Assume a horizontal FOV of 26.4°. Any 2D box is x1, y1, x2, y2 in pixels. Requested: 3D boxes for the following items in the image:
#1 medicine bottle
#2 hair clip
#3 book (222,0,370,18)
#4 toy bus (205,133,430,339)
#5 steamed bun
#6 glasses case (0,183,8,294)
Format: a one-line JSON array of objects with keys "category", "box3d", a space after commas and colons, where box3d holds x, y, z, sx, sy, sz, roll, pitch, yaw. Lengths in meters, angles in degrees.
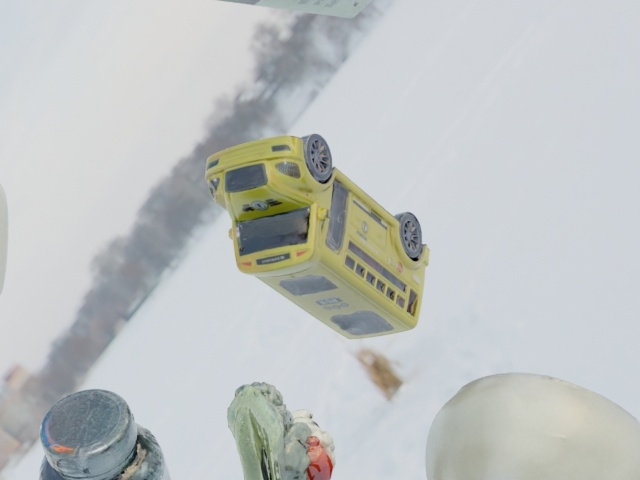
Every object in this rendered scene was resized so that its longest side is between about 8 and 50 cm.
[{"category": "medicine bottle", "box3d": [-0.232, 0.301, 1.540, 0.141, 0.141, 0.293, -55, -32, -40]}, {"category": "hair clip", "box3d": [-0.027, 0.285, 1.238, 0.138, 0.091, 0.321, -138, 46, -58]}, {"category": "book", "box3d": [0.007, -0.367, 1.806, 0.289, 0.026, 0.201, -2, -28, -47]}, {"category": "toy bus", "box3d": [0.000, 0.000, 1.659, 0.145, 0.331, 0.151, -11, 60, 32]}, {"category": "steamed bun", "box3d": [0.208, 0.240, 1.309, 0.232, 0.232, 0.145, -45, 18, 54]}, {"category": "glasses case", "box3d": [-0.433, -0.008, 1.719, 0.051, 0.081, 0.204, -32, 45, 28]}]
